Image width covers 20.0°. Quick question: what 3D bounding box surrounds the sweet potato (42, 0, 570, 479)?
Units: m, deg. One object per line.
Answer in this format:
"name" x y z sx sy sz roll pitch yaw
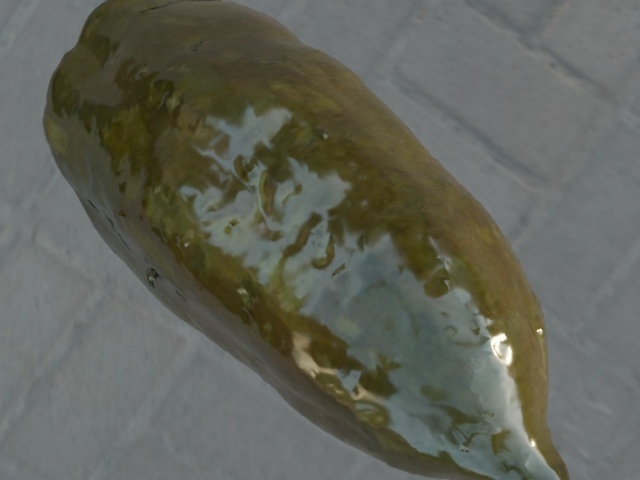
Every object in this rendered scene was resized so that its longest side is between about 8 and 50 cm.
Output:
"sweet potato" 0.000 0.000 0.907 0.158 0.370 0.158 -27 137 -28
